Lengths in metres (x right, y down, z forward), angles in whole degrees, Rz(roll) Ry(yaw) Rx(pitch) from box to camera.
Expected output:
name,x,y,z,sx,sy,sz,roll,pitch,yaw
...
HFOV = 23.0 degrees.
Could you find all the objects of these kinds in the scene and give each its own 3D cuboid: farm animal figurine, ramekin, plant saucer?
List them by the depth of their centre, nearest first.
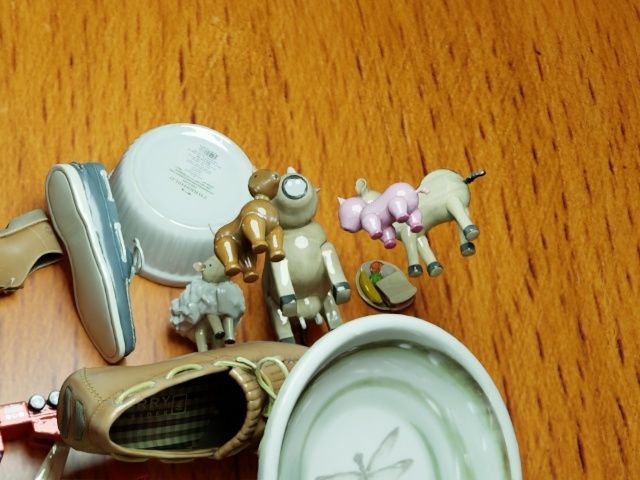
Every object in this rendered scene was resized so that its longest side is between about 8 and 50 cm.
name,x,y,z,sx,sy,sz,roll,pitch,yaw
plant saucer,0.066,0.289,1.830,0.400,0.100,0.400,8,77,-38
farm animal figurine,0.000,0.000,1.923,0.330,0.327,0.172,0,51,-24
ramekin,-0.176,-0.054,2.021,0.207,0.109,0.207,10,54,-14

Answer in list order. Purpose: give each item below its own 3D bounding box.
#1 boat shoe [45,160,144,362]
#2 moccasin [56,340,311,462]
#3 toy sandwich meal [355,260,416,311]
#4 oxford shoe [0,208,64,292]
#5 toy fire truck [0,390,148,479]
name,x,y,z,sx,sy,sz,roll,pitch,yaw
boat shoe,-0.266,0.023,1.934,0.079,0.095,0.254,-10,73,-40
moccasin,-0.111,0.188,1.814,0.380,0.147,0.139,5,98,-40
toy sandwich meal,0.087,0.058,2.094,0.085,0.029,0.085,10,55,-14
oxford shoe,-0.399,0.036,1.900,0.212,0.076,0.076,-30,81,-34
toy fire truck,-0.307,0.244,1.807,0.192,0.047,0.135,-9,61,-26
